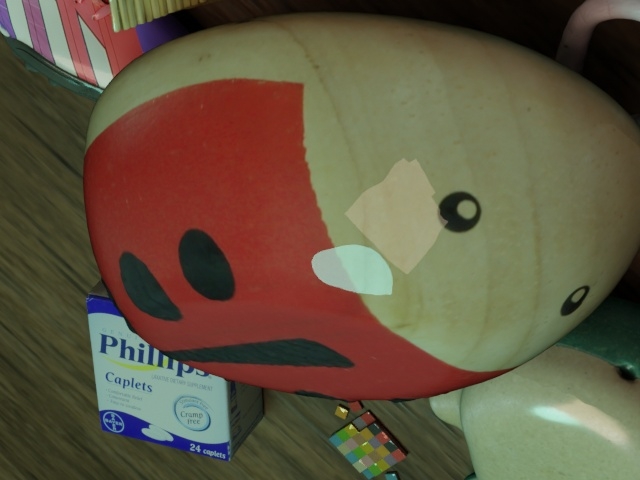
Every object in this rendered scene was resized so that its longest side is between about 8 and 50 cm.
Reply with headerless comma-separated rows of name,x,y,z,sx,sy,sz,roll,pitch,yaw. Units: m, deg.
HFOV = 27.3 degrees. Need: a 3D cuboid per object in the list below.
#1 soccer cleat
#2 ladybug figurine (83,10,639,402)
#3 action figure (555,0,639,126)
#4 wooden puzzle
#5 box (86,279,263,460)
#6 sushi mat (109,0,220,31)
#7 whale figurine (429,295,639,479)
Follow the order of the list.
soccer cleat,-0.198,-0.209,0.937,0.318,0.108,0.116,38,128,7
ladybug figurine,0.000,0.000,0.826,0.305,0.162,0.449,31,157,-28
action figure,0.325,-0.051,0.633,0.248,0.275,0.370,81,162,-63
wooden puzzle,0.039,0.170,1.088,0.083,0.006,0.049,48,126,-4
box,-0.119,0.097,1.085,0.126,0.072,0.137,10,120,21
sushi mat,-0.085,-0.299,0.822,0.019,0.151,0.317,40,141,55
whale figurine,0.184,0.139,0.945,0.216,0.141,0.272,28,150,10
